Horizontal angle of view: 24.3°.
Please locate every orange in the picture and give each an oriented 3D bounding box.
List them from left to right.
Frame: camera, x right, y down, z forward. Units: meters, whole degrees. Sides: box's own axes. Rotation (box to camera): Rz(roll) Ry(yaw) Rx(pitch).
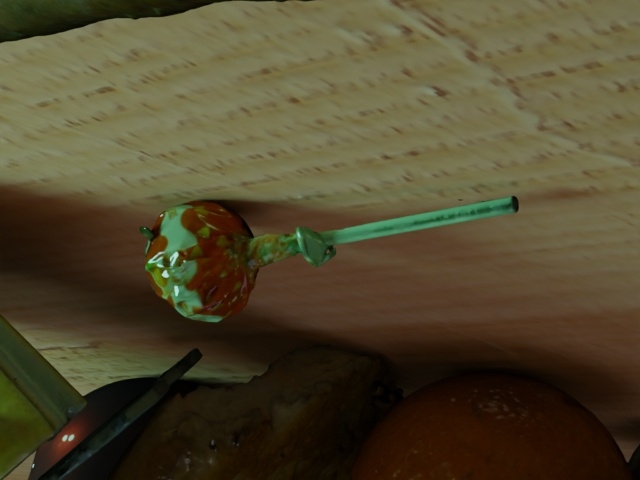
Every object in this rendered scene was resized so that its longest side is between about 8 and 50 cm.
[{"bbox_3d":[0.085,0.185,0.899,0.170,0.224,0.224,36,177,27],"label":"orange"}]

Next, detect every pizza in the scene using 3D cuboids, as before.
[{"bbox_3d":[-0.026,0.139,0.943,0.297,0.189,0.071,-12,-137,-44],"label":"pizza"}]

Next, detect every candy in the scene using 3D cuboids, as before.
[{"bbox_3d":[0.000,0.000,0.630,0.185,0.049,0.055,-10,112,33],"label":"candy"}]

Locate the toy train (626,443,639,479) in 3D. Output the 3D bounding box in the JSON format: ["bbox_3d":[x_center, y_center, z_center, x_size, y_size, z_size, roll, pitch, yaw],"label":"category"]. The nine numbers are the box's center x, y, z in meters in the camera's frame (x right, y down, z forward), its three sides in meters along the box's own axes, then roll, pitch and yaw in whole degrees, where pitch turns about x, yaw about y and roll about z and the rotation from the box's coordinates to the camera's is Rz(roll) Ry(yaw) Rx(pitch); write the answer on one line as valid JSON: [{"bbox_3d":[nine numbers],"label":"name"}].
[{"bbox_3d":[0.308,0.241,0.957,0.304,0.221,0.150,1,162,26],"label":"toy train"}]

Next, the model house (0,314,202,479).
[{"bbox_3d":[-0.250,0.058,0.821,0.300,0.340,0.323,49,128,-1],"label":"model house"}]

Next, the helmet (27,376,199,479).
[{"bbox_3d":[-0.122,0.198,1.075,0.189,0.193,0.216,12,-154,-12],"label":"helmet"}]

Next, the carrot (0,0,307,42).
[{"bbox_3d":[-0.030,-0.080,0.336,0.342,0.070,0.070,-6,158,44],"label":"carrot"}]
